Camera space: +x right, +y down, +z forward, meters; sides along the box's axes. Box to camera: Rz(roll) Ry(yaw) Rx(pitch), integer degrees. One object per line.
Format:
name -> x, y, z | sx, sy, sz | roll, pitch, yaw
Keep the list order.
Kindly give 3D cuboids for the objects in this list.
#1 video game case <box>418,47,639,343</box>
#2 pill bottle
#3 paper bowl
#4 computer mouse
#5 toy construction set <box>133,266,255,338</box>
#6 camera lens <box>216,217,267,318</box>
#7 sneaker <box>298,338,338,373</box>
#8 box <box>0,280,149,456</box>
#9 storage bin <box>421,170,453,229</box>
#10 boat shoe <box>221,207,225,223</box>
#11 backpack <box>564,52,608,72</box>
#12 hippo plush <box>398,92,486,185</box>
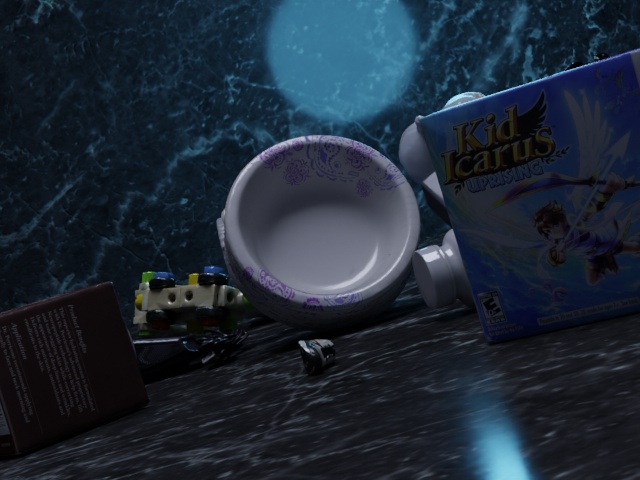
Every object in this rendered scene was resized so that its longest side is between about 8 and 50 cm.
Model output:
video game case -> 0.256, -0.044, 1.385 | 0.269, 0.244, 0.061 | -16, 2, 30
pill bottle -> 0.222, 0.024, 1.805 | 0.193, 0.108, 0.108 | -16, 2, -12
paper bowl -> 0.000, 0.000, 2.065 | 0.284, 0.284, 0.148 | -17, -25, -13
computer mouse -> -0.252, 0.180, 2.125 | 0.272, 0.072, 0.188 | -4, 1, 8
toy construction set -> -0.173, 0.099, 2.299 | 0.328, 0.151, 0.215 | -22, -23, 28
camera lens -> -0.035, 0.016, 2.626 | 0.274, 0.219, 0.219 | -17, 2, 1
sneaker -> -0.002, 0.131, 1.654 | 0.044, 0.040, 0.109 | -15, 2, -1
box -> -0.361, 0.166, 1.776 | 0.203, 0.168, 0.167 | -18, 1, -42
storage bin -> 0.204, -0.055, 1.890 | 0.091, 0.098, 0.135 | -34, 48, -8
boat shoe -> -0.008, -0.004, 2.212 | 0.109, 0.305, 0.091 | -60, -5, -49
backpack -> 0.402, -0.087, 1.687 | 0.213, 0.276, 0.263 | -2, 9, 15
hippo plush -> 0.222, -0.081, 2.091 | 0.294, 0.236, 0.234 | -41, -17, -23
